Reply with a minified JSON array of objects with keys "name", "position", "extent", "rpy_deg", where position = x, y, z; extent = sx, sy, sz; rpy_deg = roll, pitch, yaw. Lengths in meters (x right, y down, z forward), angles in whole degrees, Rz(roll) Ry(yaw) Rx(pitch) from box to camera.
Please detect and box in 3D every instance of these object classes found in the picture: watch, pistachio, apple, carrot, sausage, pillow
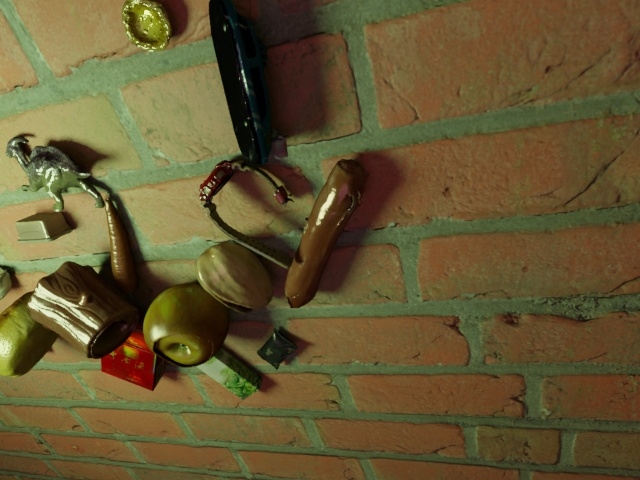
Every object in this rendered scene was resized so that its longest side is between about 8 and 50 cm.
[{"name":"watch","position":[-0.146,-0.069,0.937],"extent":[0.268,0.102,0.165],"rpy_deg":[31,104,-8]},{"name":"pistachio","position":[-0.218,0.098,1.050],"extent":[0.157,0.158,0.229],"rpy_deg":[-23,128,27]},{"name":"apple","position":[-0.376,0.241,1.152],"extent":[0.236,0.208,0.237],"rpy_deg":[7,128,9]},{"name":"carrot","position":[-0.559,0.031,1.150],"extent":[0.068,0.069,0.337],"rpy_deg":[9,120,8]},{"name":"sausage","position":[0.000,0.000,0.963],"extent":[0.094,0.094,0.419],"rpy_deg":[51,134,32]},{"name":"pillow","position":[-0.136,0.335,1.254],"extent":[0.090,0.048,0.150],"rpy_deg":[31,128,-11]}]

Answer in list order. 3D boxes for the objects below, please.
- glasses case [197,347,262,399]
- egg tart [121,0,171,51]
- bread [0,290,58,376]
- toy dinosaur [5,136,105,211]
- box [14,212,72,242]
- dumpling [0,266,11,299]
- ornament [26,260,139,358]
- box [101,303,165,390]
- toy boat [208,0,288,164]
[{"name":"glasses case","position":[-0.322,0.410,1.346],"extent":[0.095,0.062,0.272],"rpy_deg":[-38,108,26]},{"name":"egg tart","position":[-0.330,-0.417,0.790],"extent":[0.104,0.039,0.105],"rpy_deg":[7,125,10]},{"name":"bread","position":[-0.955,0.300,1.313],"extent":[0.147,0.270,0.270],"rpy_deg":[27,126,-6]},{"name":"toy dinosaur","position":[-0.673,-0.163,1.030],"extent":[0.293,0.077,0.162],"rpy_deg":[11,126,7]},{"name":"box","position":[-0.772,-0.037,1.139],"extent":[0.121,0.089,0.062],"rpy_deg":[-3,112,15]},{"name":"dumpling","position":[-1.080,0.154,1.320],"extent":[0.199,0.136,0.118],"rpy_deg":[-25,122,39]},{"name":"ornament","position":[-0.649,0.203,1.156],"extent":[0.217,0.221,0.236],"rpy_deg":[34,107,11]},{"name":"box","position":[-0.620,0.354,1.367],"extent":[0.197,0.089,0.314],"rpy_deg":[22,126,0]},{"name":"toy boat","position":[-0.131,-0.304,0.790],"extent":[0.092,0.134,0.299],"rpy_deg":[-19,123,-18]}]
